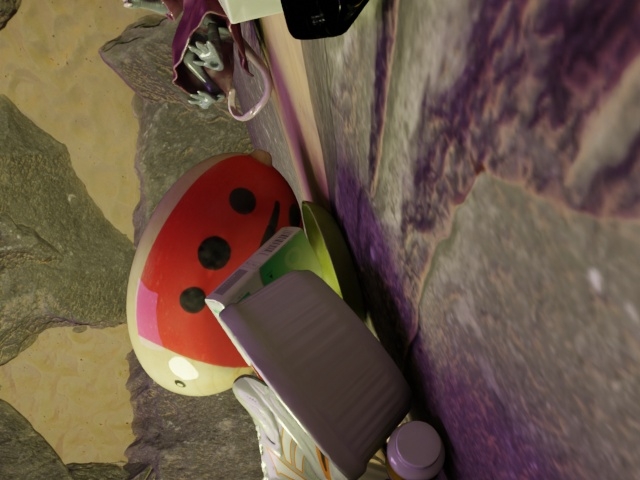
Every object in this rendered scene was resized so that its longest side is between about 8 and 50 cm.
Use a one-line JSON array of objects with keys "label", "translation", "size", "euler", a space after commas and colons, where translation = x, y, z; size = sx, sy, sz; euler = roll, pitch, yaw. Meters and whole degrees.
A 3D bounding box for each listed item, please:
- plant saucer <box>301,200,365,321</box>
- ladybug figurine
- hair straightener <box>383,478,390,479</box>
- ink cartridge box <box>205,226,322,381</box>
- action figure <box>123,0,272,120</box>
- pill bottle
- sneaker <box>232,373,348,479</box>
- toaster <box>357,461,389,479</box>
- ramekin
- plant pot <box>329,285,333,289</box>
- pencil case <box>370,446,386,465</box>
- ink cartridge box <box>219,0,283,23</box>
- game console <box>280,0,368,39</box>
[{"label": "plant saucer", "translation": [0.023, 0.045, 0.912], "size": [0.241, 0.037, 0.241], "euler": [163, 90, -84]}, {"label": "ladybug figurine", "translation": [-0.156, 0.062, 0.960], "size": [0.162, 0.305, 0.450], "euler": [18, 94, 54]}, {"label": "hair straightener", "translation": [0.131, 0.385, 0.708], "size": [0.230, 0.089, 0.047], "euler": [-104, 9, -64]}, {"label": "ink cartridge box", "translation": [-0.057, 0.119, 0.898], "size": [0.056, 0.181, 0.225], "euler": [6, 133, 47]}, {"label": "action figure", "translation": [-0.198, -0.457, 1.056], "size": [0.275, 0.248, 0.370], "euler": [17, -123, -44]}, {"label": "pill bottle", "translation": [0.106, 0.243, 0.637], "size": [0.116, 0.065, 0.065], "euler": [81, 169, -57]}, {"label": "sneaker", "translation": [-0.050, 0.302, 0.759], "size": [0.262, 0.121, 0.099], "euler": [48, 171, 13]}, {"label": "toaster", "translation": [0.087, 0.440, 0.829], "size": [0.168, 0.110, 0.186], "euler": [-45, -51, -45]}, {"label": "ramekin", "translation": [0.001, 0.158, 0.724], "size": [0.273, 0.127, 0.273], "euler": [49, 170, 12]}, {"label": "plant pot", "translation": [-0.003, 0.127, 1.088], "size": [0.109, 0.096, 0.109], "euler": [-127, 19, -70]}, {"label": "pencil case", "translation": [0.066, 0.500, 1.140], "size": [0.160, 0.183, 0.410], "euler": [56, -179, -28]}, {"label": "ink cartridge box", "translation": [-0.113, -0.381, 0.715], "size": [0.231, 0.078, 0.134], "euler": [-116, 11, -49]}, {"label": "game console", "translation": [-0.035, -0.325, 0.385], "size": [0.213, 0.043, 0.362], "euler": [-126, 19, -68]}]
